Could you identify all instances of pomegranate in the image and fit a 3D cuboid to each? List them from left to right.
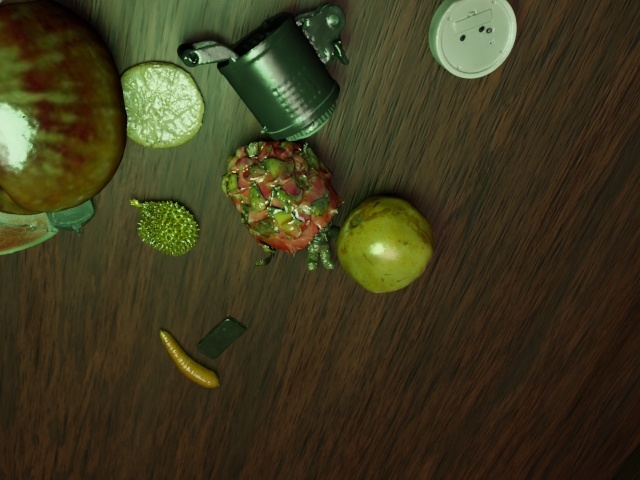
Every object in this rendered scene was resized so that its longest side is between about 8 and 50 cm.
[{"bbox_3d":[0.177,0.016,1.480,0.264,0.264,0.265,-4,119,-7],"label":"pomegranate"}]

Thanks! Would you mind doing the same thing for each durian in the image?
[{"bbox_3d":[-0.410,-0.039,1.445,0.146,0.102,0.208,-38,114,18],"label":"durian"}]

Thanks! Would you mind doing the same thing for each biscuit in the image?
[{"bbox_3d":[-0.388,-0.320,1.329,0.219,0.033,0.220,-4,119,-8],"label":"biscuit"}]

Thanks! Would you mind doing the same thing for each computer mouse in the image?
[{"bbox_3d":[-0.633,-0.123,1.371,0.113,0.068,0.229,-21,119,-31],"label":"computer mouse"}]

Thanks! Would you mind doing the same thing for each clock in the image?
[{"bbox_3d":[0.363,-0.496,1.331,0.196,0.068,0.197,-4,119,-7],"label":"clock"}]

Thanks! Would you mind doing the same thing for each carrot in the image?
[{"bbox_3d":[-0.412,0.375,1.700,0.066,0.062,0.271,-21,122,42],"label":"carrot"}]

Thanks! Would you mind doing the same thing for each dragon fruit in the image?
[{"bbox_3d":[-0.111,-0.116,1.369,0.291,0.250,0.269,37,140,-7],"label":"dragon fruit"}]

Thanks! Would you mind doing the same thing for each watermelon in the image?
[{"bbox_3d":[-0.784,-0.067,1.333,0.260,0.176,0.256,-25,118,23],"label":"watermelon"}]

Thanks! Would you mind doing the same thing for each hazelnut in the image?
[{"bbox_3d":[-0.604,-0.271,1.122,0.401,0.402,0.430,3,103,-11],"label":"hazelnut"}]

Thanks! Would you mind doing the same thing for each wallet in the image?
[{"bbox_3d":[-0.304,0.299,1.693,0.082,0.018,0.156,38,107,-26],"label":"wallet"}]

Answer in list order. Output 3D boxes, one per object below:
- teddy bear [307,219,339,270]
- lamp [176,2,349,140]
[{"bbox_3d":[-0.004,0.001,1.549,0.119,0.078,0.161,-2,98,-28],"label":"teddy bear"},{"bbox_3d":[-0.097,-0.357,1.253,0.373,0.205,0.272,-22,116,-9],"label":"lamp"}]
